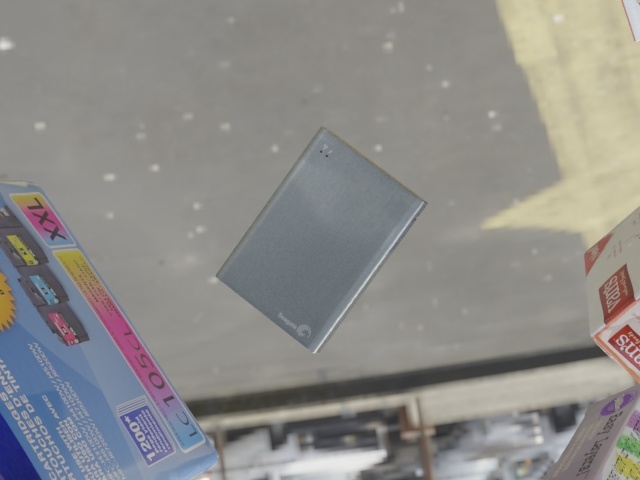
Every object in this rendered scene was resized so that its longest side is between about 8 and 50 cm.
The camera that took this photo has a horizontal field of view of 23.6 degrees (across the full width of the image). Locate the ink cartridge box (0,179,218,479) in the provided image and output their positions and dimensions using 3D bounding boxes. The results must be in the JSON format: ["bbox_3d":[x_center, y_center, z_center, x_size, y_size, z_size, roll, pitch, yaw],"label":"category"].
[{"bbox_3d":[-0.247,0.105,0.987,0.151,0.270,0.395,-36,174,14],"label":"ink cartridge box"}]

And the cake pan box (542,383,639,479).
[{"bbox_3d":[0.252,0.264,1.121,0.070,0.245,0.267,-29,-173,35],"label":"cake pan box"}]

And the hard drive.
[{"bbox_3d":[0.000,0.000,1.100,0.135,0.094,0.022,-55,165,7],"label":"hard drive"}]

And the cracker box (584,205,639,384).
[{"bbox_3d":[0.287,-0.016,1.054,0.232,0.067,0.155,-44,-171,19],"label":"cracker box"}]

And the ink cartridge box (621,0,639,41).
[{"bbox_3d":[0.183,-0.142,0.695,0.115,0.063,0.029,-23,-154,2],"label":"ink cartridge box"}]
